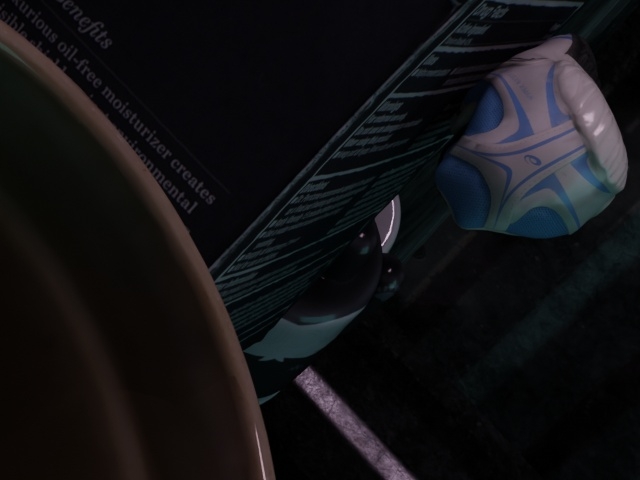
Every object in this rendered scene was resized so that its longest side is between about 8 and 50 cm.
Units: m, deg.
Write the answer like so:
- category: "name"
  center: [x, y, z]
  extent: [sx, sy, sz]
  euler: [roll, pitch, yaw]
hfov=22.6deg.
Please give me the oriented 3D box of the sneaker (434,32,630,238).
- category: "sneaker"
  center: [0.099, -0.048, 0.758]
  extent: [0.086, 0.085, 0.237]
  euler: [-19, -178, 12]

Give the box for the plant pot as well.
- category: "plant pot"
  center: [-0.216, 0.106, 0.527]
  extent: [0.280, 0.323, 0.323]
  euler: [-25, -177, 29]

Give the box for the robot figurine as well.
- category: "robot figurine"
  center: [-0.058, 0.028, 1.302]
  extent: [0.173, 0.209, 0.278]
  euler: [-52, -178, -43]

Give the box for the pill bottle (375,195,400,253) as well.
- category: "pill bottle"
  center: [0.000, 0.000, 1.628]
  extent: [0.136, 0.136, 0.245]
  euler: [-42, 172, -13]

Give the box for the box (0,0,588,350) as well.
- category: "box"
  center: [-0.040, -0.084, 0.753]
  extent: [0.294, 0.183, 0.296]
  euler: [-45, 174, 17]
